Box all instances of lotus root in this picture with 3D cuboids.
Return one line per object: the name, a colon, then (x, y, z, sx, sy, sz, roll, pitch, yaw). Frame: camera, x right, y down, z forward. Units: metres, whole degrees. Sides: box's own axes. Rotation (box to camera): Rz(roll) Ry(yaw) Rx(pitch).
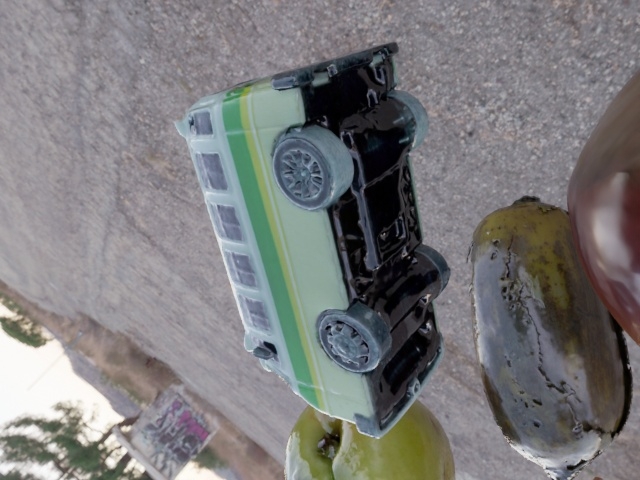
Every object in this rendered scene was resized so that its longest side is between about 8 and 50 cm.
lotus root: (0.309, 0.133, 0.741, 0.179, 0.196, 0.397, 145, 118, -65)

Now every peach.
peach: (0.086, 0.406, 0.905, 0.282, 0.314, 0.315, -15, 139, 26)

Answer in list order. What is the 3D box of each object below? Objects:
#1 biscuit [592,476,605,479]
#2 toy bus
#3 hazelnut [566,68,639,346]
biscuit: (0.483, 0.450, 0.916, 0.015, 0.078, 0.091, 4, 129, 47)
toy bus: (0.000, 0.000, 0.430, 0.165, 0.134, 0.276, 5, 116, 38)
hazelnut: (0.394, -0.054, 0.380, 0.359, 0.409, 0.359, 54, -173, -10)
